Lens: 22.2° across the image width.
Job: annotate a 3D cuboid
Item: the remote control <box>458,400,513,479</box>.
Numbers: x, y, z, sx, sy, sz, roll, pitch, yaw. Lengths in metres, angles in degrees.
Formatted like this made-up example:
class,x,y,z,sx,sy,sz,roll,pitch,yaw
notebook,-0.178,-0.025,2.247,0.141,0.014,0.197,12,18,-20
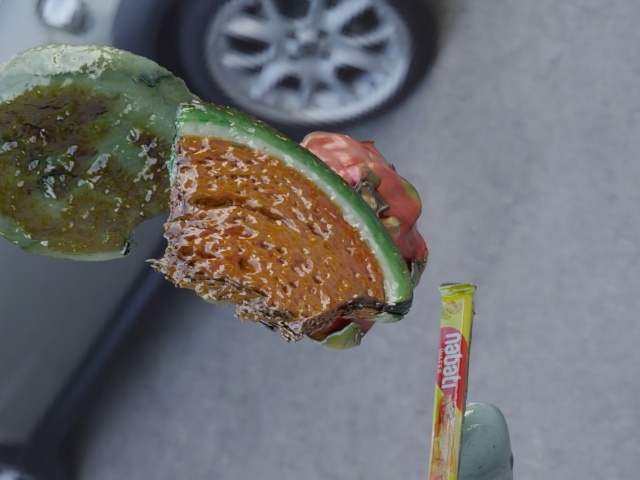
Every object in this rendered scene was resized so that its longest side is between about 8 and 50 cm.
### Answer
class,x,y,z,sx,sy,sz,roll,pitch,yaw
remote control,0.190,0.281,1.955,0.256,0.097,0.045,75,172,-46

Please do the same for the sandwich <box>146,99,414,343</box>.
class,x,y,z,sx,sy,sz,roll,pitch,yaw
sandwich,-0.036,0.003,1.300,0.159,0.235,0.079,-67,5,-32

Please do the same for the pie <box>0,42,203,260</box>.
class,x,y,z,sx,sy,sz,roll,pitch,yaw
pie,-0.238,-0.085,1.690,0.067,0.303,0.302,-94,28,-42

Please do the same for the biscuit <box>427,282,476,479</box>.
class,x,y,z,sx,sy,sz,roll,pitch,yaw
biscuit,0.145,0.184,1.836,0.048,0.026,0.292,-11,61,34

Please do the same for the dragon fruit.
class,x,y,z,sx,sy,sz,roll,pitch,yaw
dragon fruit,0.000,0.000,2.254,0.226,0.305,0.305,-71,1,-81
